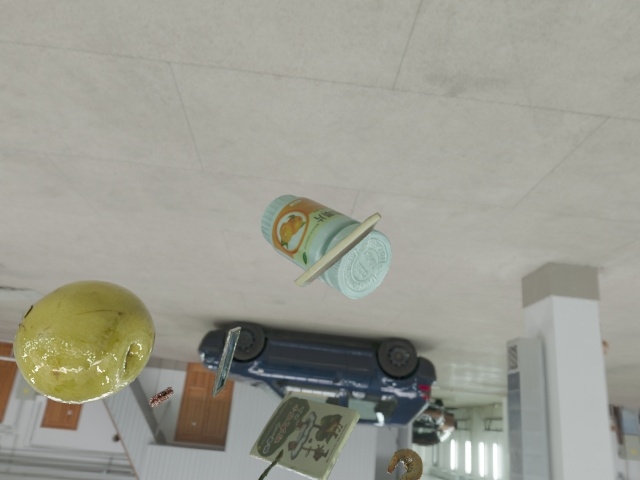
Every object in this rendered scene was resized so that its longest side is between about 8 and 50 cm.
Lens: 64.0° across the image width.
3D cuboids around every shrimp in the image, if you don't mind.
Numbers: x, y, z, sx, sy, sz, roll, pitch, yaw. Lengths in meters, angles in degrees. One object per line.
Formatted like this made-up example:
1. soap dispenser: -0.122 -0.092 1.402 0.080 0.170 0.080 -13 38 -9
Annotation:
1. shrimp: 0.214 0.621 1.363 0.162 0.095 0.045 -28 -175 -36

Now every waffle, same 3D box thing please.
1. waffle: -0.482 0.475 1.554 0.075 0.029 0.083 -21 163 -42

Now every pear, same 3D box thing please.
1. pear: -0.639 0.272 1.403 0.349 0.348 0.348 5 160 2

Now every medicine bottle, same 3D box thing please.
1. medicine bottle: 0.000 0.000 1.184 0.158 0.158 0.318 26 -179 -43

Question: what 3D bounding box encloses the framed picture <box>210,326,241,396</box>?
1. framed picture: -0.215 0.274 1.173 0.011 0.149 0.109 15 176 2

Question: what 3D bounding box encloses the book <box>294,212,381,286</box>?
1. book: 0.032 0.021 0.894 0.170 0.018 0.242 -40 175 1

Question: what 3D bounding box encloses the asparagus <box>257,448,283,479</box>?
1. asparagus: -0.119 0.505 1.099 0.016 0.016 0.163 -24 -175 29

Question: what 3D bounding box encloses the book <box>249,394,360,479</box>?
1. book: -0.061 0.679 1.795 0.371 0.260 0.043 -6 127 44
